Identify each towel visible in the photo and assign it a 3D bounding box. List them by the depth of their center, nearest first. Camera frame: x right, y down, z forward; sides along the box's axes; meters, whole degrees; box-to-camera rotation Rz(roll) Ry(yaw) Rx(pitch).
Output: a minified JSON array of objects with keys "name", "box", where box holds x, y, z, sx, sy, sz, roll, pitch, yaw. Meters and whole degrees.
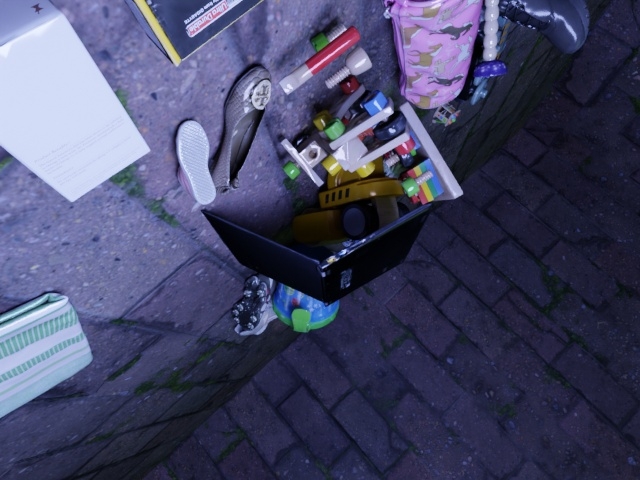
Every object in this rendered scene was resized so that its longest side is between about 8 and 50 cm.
[{"name":"towel","box":[-0.547,0.226,0.730,0.248,0.038,0.324,-33,160,-37]}]

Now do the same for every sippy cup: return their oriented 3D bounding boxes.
[{"name":"sippy cup","box":[-0.041,0.137,1.367,0.240,0.305,0.223,-15,134,-25]}]

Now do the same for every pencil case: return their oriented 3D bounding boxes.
[{"name":"pencil case","box":[0.217,-0.401,0.795,0.386,0.167,0.159,23,78,-73]}]

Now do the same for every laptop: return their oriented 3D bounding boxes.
[{"name":"laptop","box":[0.000,0.000,0.986,0.408,0.236,0.382,-29,162,-8]}]

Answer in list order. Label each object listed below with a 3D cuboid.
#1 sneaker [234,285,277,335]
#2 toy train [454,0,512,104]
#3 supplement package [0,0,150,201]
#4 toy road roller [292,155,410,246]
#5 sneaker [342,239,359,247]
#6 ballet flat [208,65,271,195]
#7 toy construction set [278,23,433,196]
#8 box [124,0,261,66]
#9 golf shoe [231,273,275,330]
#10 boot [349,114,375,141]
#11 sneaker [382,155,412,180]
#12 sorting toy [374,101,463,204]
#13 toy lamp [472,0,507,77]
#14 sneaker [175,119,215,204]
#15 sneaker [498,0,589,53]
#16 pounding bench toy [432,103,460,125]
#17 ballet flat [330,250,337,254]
[{"name":"sneaker","box":[-0.224,0.276,1.545,0.262,0.099,0.121,-52,158,23]},{"name":"toy train","box":[0.410,-0.504,1.067,0.190,0.142,0.334,-56,162,-6]},{"name":"supplement package","box":[-0.261,-0.138,0.382,0.105,0.105,0.179,-39,164,-15]},{"name":"toy road roller","box":[0.079,-0.117,1.157,0.203,0.240,0.330,-8,179,-44]},{"name":"sneaker","box":[0.148,-0.029,1.615,0.147,0.130,0.330,-47,164,0]},{"name":"ballet flat","box":[-0.134,-0.171,0.693,0.084,0.058,0.249,-25,155,-51]},{"name":"toy construction set","box":[0.014,-0.202,0.755,0.237,0.257,0.309,-34,145,9]},{"name":"box","box":[-0.070,-0.350,0.340,0.322,0.079,0.257,-41,158,-8]},{"name":"golf shoe","box":[-0.211,0.204,1.382,0.120,0.105,0.272,-40,167,-49]},{"name":"boot","box":[0.109,-0.271,0.991,0.059,0.084,0.158,-39,165,-25]},{"name":"sneaker","box":[0.225,-0.223,1.265,0.235,0.153,0.094,-18,149,-57]},{"name":"sorting toy","box":[0.240,-0.204,1.088,0.090,0.255,0.257,-32,-178,5]},{"name":"toy lamp","box":[0.347,-0.480,0.830,0.080,0.080,0.274,-31,122,-38]},{"name":"sneaker","box":[-0.209,-0.128,0.657,0.051,0.070,0.134,-24,127,-29]},{"name":"sneaker","box":[0.446,-0.507,0.880,0.130,0.286,0.109,-39,179,-3]},{"name":"pounding bench toy","box":[0.431,-0.425,1.417,0.052,0.065,0.083,-34,162,-32]},{"name":"ballet flat","box":[-0.023,0.091,1.604,0.249,0.086,0.086,-34,161,-30]}]
